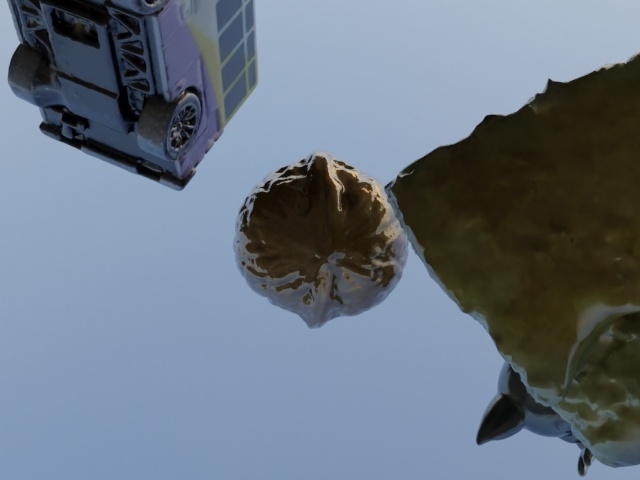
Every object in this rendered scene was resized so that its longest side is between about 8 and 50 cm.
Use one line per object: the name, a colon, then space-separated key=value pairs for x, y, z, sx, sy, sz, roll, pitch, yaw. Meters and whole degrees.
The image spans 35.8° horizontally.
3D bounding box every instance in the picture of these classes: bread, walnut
bread: x=0.231 y=0.031 z=0.743 sx=0.239 sy=0.395 sz=0.264 roll=-33 pitch=-104 yaw=7
walnut: x=0.000 y=0.000 z=1.090 sx=0.213 sy=0.213 sz=0.213 roll=-12 pitch=-130 yaw=15

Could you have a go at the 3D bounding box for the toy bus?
toy bus: x=-0.193 y=-0.290 z=1.022 sx=0.209 sy=0.439 sz=0.249 roll=23 pitch=-123 yaw=15

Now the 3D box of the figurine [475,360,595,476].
figurine: x=0.287 y=0.144 z=1.111 sx=0.140 sy=0.265 sz=0.193 roll=32 pitch=-75 yaw=14
